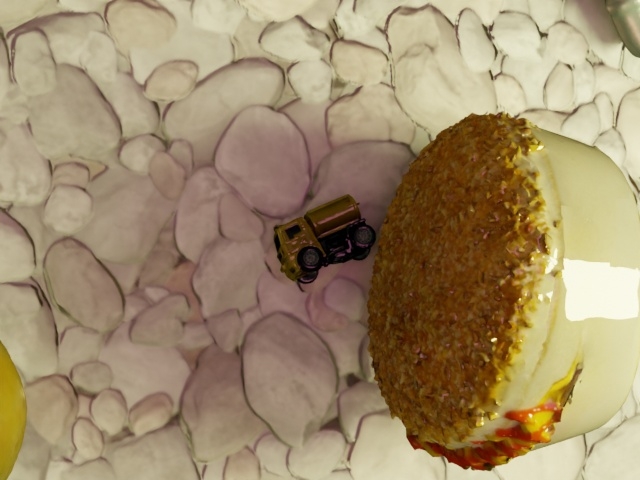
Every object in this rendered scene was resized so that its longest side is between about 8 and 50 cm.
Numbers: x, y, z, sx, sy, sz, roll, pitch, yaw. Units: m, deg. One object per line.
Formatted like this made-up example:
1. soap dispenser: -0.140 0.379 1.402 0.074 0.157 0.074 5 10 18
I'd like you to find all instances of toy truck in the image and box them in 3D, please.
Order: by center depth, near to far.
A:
1. toy truck: 0.000 0.000 1.650 0.083 0.049 0.054 -24 78 -11

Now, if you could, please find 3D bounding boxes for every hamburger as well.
1. hamburger: 0.140 0.041 1.567 0.179 0.276 0.294 3 87 -21

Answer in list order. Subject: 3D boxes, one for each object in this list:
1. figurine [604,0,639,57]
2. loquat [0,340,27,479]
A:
1. figurine: 0.214 -0.331 1.628 0.225 0.205 0.381 -19 115 -12
2. loquat: -0.348 0.142 1.514 0.244 0.244 0.243 0 92 -10
